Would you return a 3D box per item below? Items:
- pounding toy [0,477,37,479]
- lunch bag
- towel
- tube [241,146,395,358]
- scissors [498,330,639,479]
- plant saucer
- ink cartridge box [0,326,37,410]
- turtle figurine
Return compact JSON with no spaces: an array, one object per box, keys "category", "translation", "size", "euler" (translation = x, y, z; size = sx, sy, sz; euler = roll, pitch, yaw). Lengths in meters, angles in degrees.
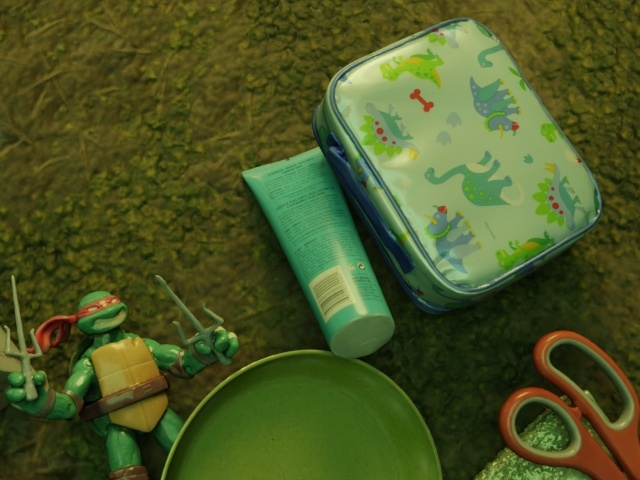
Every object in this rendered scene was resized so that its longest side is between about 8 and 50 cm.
[{"category":"pounding toy","translation":[-0.322,0.215,0.797],"size":[0.206,0.094,0.181],"euler":[6,78,-14]},{"category":"lunch bag","translation":[0.105,-0.061,0.860],"size":[0.176,0.090,0.219],"euler":[-29,80,-19]},{"category":"towel","translation":[0.190,0.202,0.847],"size":[0.148,0.027,0.110],"euler":[-39,79,-6]},{"category":"tube","translation":[0.000,0.000,0.857],"size":[0.080,0.052,0.207],"euler":[-17,51,-8]},{"category":"scissors","translation":[0.262,0.198,0.826],"size":[0.297,0.021,0.109],"euler":[44,77,-2]},{"category":"plant saucer","translation":[-0.016,0.204,0.805],"size":[0.241,0.037,0.240],"euler":[3,84,-27]},{"category":"ink cartridge box","translation":[-0.320,0.064,0.838],"size":[0.072,0.127,0.175],"euler":[-40,80,-5]},{"category":"turtle figurine","translation":[-0.146,0.119,0.827],"size":[0.175,0.118,0.234],"euler":[-22,88,-14]}]
